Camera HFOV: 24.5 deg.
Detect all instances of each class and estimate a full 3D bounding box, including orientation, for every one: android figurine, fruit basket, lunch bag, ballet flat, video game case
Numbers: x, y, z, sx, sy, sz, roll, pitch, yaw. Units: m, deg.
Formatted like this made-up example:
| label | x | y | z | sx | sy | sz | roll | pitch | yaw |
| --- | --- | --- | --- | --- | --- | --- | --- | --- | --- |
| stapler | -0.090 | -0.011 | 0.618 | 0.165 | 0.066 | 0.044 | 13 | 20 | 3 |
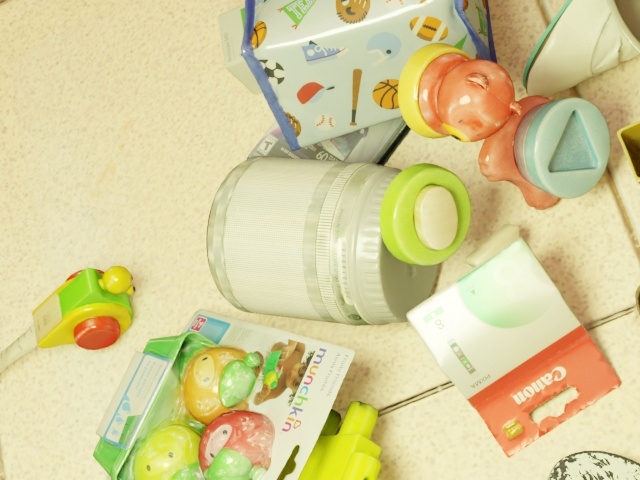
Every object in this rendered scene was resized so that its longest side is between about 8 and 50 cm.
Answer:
| label | x | y | z | sx | sy | sz | roll | pitch | yaw |
| --- | --- | --- | --- | --- | --- | --- | --- | --- | --- |
| android figurine | -0.018 | 0.334 | 1.900 | 0.248 | 0.056 | 0.273 | -12 | 45 | 54 |
| fruit basket | -0.143 | 0.254 | 1.953 | 0.353 | 0.165 | 0.327 | 9 | 70 | 54 |
| lunch bag | 0.067 | -0.360 | 2.105 | 0.328 | 0.239 | 0.385 | -13 | 40 | 14 |
| ballet flat | 0.430 | -0.339 | 2.001 | 0.139 | 0.139 | 0.400 | 30 | 80 | 33 |
| video game case | 0.040 | -0.182 | 2.181 | 0.196 | 0.026 | 0.274 | 35 | 87 | 34 |

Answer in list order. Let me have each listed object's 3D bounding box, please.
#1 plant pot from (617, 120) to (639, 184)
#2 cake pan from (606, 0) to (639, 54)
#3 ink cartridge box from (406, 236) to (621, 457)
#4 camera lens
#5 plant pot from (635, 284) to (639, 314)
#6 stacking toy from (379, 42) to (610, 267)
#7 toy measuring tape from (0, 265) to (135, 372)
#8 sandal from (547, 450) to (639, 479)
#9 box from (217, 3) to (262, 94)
| label | x | y | z | sx | sy | sz | roll | pitch | yaw |
| --- | --- | --- | --- | --- | --- | --- | --- | --- | --- |
| plant pot | 0.443 | -0.108 | 1.908 | 0.081 | 0.083 | 0.081 | -24 | 59 | 16 |
| cake pan | 0.506 | -0.333 | 1.925 | 0.293 | 0.054 | 0.293 | 1 | 77 | -4 |
| ink cartridge box | 0.244 | 0.137 | 1.868 | 0.181 | 0.056 | 0.224 | -35 | 79 | 10 |
| camera lens | 0.000 | 0.000 | 2.000 | 0.274 | 0.219 | 0.219 | 5 | 71 | 29 |
| plant pot | 0.529 | 0.053 | 1.738 | 0.230 | 0.215 | 0.215 | -43 | 55 | -13 |
| stacking toy | 0.230 | -0.081 | 1.863 | 0.130 | 0.309 | 0.279 | 15 | 88 | 55 |
| toy measuring tape | -0.377 | 0.136 | 2.222 | 0.330 | 0.121 | 0.121 | -39 | 53 | 33 |
| sandal | 0.383 | 0.428 | 1.683 | 0.168 | 0.107 | 0.445 | -29 | 59 | 12 |
| box | -0.093 | -0.297 | 2.252 | 0.087 | 0.102 | 0.101 | -20 | 61 | 20 |
